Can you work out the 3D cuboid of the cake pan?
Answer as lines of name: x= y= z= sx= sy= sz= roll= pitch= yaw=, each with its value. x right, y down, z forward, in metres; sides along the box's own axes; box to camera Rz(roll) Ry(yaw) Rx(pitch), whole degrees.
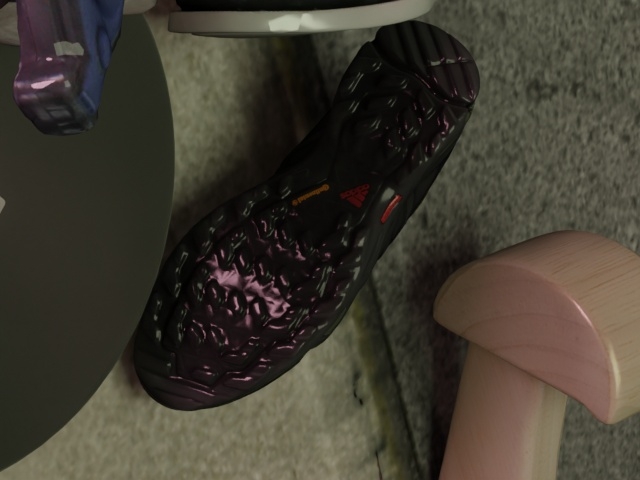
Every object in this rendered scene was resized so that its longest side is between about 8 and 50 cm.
cake pan: x=-0.168 y=-0.023 z=0.782 sx=0.293 sy=0.054 sz=0.293 roll=-13 pitch=108 yaw=-47

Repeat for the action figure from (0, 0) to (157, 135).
action figure: x=-0.151 y=-0.205 z=0.653 sx=0.330 sy=0.178 sz=0.341 roll=59 pitch=28 yaw=-43

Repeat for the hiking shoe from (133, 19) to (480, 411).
hiking shoe: x=0.000 y=0.000 z=0.948 sx=0.227 sy=0.086 sz=0.114 roll=-48 pitch=167 yaw=-6

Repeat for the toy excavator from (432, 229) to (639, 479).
toy excavator: x=0.148 y=0.279 z=1.099 sx=0.222 sy=0.445 sz=0.433 roll=-20 pitch=153 yaw=-46

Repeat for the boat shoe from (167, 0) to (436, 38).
boat shoe: x=0.027 y=-0.160 z=0.941 sx=0.302 sy=0.114 sz=0.091 roll=-27 pitch=119 yaw=-56
